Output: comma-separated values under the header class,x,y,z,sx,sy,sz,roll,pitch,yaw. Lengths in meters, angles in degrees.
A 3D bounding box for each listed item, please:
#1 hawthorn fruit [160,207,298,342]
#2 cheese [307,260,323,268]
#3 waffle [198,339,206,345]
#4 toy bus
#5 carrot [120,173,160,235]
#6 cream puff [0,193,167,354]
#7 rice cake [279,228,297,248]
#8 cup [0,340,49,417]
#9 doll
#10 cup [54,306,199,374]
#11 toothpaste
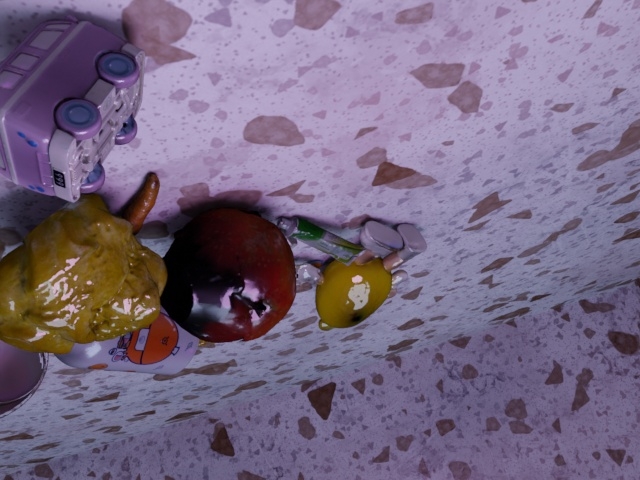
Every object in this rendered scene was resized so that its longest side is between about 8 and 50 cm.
class,x,y,z,sx,sy,sz,roll,pitch,yaw
hawthorn fruit,-0.199,0.072,1.148,0.316,0.316,0.316,-13,155,-6
cheese,-0.042,0.080,1.559,0.111,0.017,0.047,-21,152,12
waffle,-0.392,0.294,1.748,0.160,0.055,0.211,-23,155,12
toy bus,-0.315,-0.169,0.680,0.142,0.202,0.142,23,145,-5
carrot,-0.348,-0.062,1.050,0.047,0.047,0.191,5,147,-38
cream puff,-0.438,0.095,0.990,0.270,0.274,0.323,43,135,-12
rice cake,-0.153,0.045,1.382,0.057,0.052,0.256,38,128,-23
cup,-0.757,0.287,1.277,0.253,0.253,0.274,-6,169,-20
doll,0.101,0.098,1.522,0.423,0.161,0.348,-28,136,19
cup,-0.489,0.218,1.352,0.212,0.212,0.317,-30,151,27
toothpaste,0.000,0.000,1.322,0.248,0.047,0.078,24,128,-31
